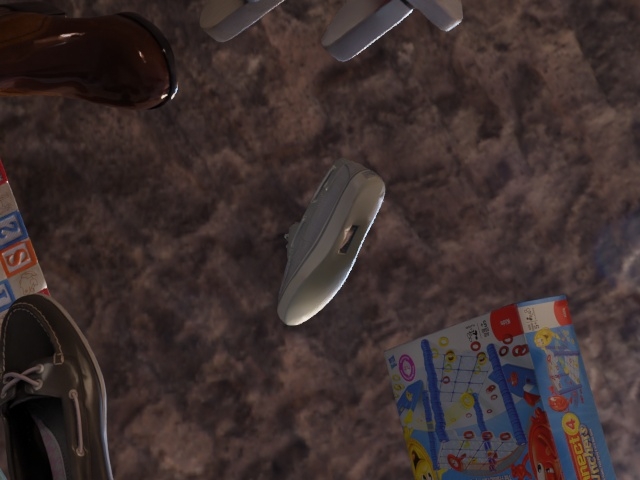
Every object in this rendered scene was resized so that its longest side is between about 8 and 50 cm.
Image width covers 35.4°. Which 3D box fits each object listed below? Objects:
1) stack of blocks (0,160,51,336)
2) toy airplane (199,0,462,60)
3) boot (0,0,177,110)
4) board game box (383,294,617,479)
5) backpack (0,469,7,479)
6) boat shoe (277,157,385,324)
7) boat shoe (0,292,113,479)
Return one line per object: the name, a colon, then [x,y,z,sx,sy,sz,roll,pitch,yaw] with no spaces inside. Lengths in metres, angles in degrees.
stack of blocks: [-0.451,-0.002,1.209,0.171,0.087,0.297,-29,-46,-24]
toy airplane: [0.059,-0.341,0.897,0.386,0.384,0.272,-43,-75,-11]
boot: [-0.302,-0.146,0.888,0.280,0.264,0.096,-29,-43,-44]
board game box: [0.231,0.256,1.324,0.086,0.302,0.308,-6,-14,-31]
backpack: [-0.226,0.147,0.457,0.166,0.144,0.188,36,-63,6]
boat shoe: [0.000,-0.001,1.285,0.079,0.081,0.228,11,-67,-50]
boat shoe: [-0.298,0.219,1.111,0.112,0.335,0.095,-20,-8,23]
